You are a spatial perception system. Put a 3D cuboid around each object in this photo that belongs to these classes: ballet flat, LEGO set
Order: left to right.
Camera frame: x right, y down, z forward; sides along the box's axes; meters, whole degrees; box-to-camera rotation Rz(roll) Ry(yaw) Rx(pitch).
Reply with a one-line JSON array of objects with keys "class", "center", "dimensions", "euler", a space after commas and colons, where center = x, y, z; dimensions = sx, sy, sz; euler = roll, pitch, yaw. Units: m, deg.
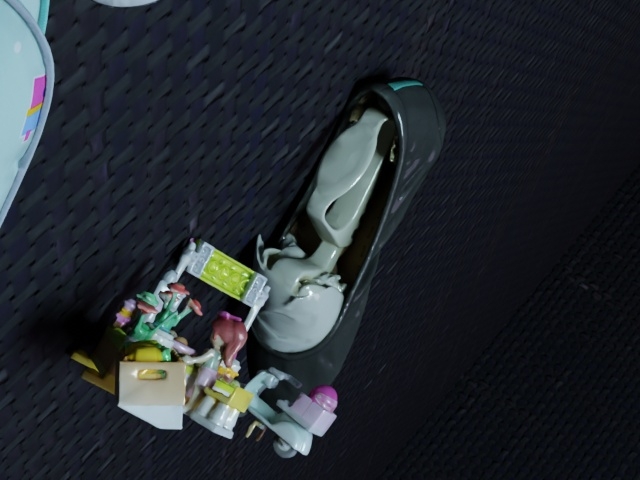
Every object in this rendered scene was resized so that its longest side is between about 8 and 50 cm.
[{"class": "LEGO set", "center": [-0.076, 0.057, 0.827], "dimensions": [0.107, 0.132, 0.287], "euler": [-61, 159, -5]}, {"class": "ballet flat", "center": [0.000, 0.000, 0.991], "dimensions": [0.096, 0.095, 0.280], "euler": [12, 103, -63]}]

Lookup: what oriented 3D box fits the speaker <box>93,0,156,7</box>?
[{"class": "speaker", "center": [-0.075, -0.151, 0.486], "dimensions": [0.055, 0.055, 0.136], "euler": [-46, 163, -26]}]

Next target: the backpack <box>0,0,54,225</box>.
[{"class": "backpack", "center": [-0.154, -0.040, 0.334], "dimensions": [0.166, 0.144, 0.188], "euler": [-64, 166, 14]}]
